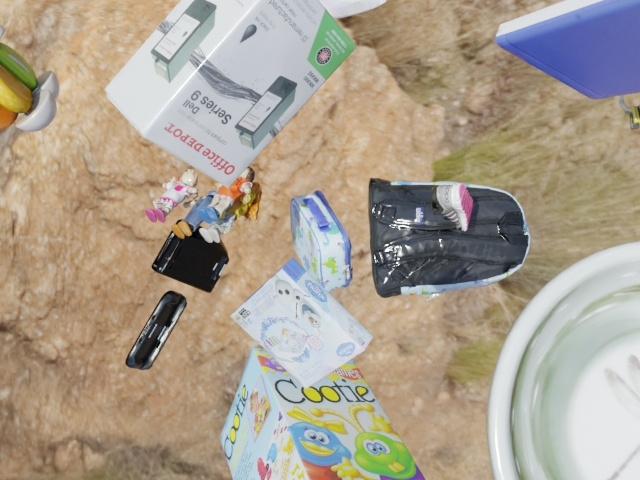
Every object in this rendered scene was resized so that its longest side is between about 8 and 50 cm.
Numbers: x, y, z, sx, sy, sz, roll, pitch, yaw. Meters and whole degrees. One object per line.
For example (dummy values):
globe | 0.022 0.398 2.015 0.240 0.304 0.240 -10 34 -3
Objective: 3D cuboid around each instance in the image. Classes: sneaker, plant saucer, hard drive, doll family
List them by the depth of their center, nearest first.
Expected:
plant saucer | 0.365 0.202 0.812 0.401 0.100 0.400 1 78 -3
hard drive | 0.411 -0.266 1.038 0.210 0.319 0.040 23 86 -19
doll family | -0.208 -0.070 1.502 0.163 0.263 0.118 -51 127 -34
sneaker | 0.263 -0.070 1.544 0.170 0.075 0.063 47 54 -63

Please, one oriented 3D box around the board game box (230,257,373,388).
board game box | -0.017 0.069 0.615 0.090 0.090 0.020 46 45 -3

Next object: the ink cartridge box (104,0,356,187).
ink cartridge box | -0.121 -0.240 1.069 0.289 0.121 0.211 -48 148 7

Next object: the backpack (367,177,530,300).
backpack | 0.306 -0.009 1.786 0.356 0.273 0.290 -8 78 14

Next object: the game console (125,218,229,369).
game console | -0.344 0.134 1.751 0.361 0.044 0.213 -61 152 -4

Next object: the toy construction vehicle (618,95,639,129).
toy construction vehicle | 0.540 -0.230 1.291 0.035 0.086 0.098 -10 80 -1

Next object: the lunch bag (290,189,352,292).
lunch bag | 0.000 0.000 1.747 0.090 0.219 0.176 -15 130 -14

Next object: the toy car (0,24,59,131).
toy car | -0.505 -0.236 1.185 0.136 0.182 0.159 -37 126 13

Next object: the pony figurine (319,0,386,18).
pony figurine | -0.068 -0.550 1.509 0.351 0.303 0.363 -30 137 -6

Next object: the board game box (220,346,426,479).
board game box | 0.001 0.258 0.841 0.142 0.275 0.144 11 112 -25
